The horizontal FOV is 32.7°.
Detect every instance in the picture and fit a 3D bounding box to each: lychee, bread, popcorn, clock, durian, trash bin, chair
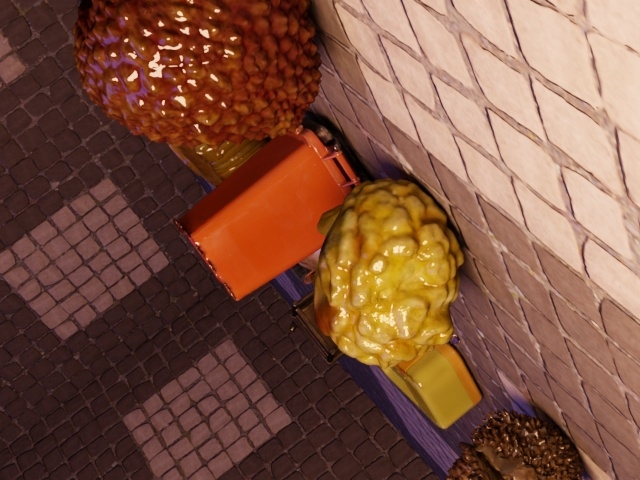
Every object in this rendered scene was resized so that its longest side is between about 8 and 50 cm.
[{"bbox_3d":[-0.113,-0.199,1.091,0.271,0.271,0.271,52,173,9],"label":"lychee"},{"bbox_3d":[-0.199,-0.209,1.878,0.227,0.142,0.253,49,171,18],"label":"bread"},{"bbox_3d":[0.079,0.034,1.245,0.170,0.218,0.189,10,-163,-6],"label":"popcorn"},{"bbox_3d":[0.159,0.196,1.760,0.202,0.096,0.143,43,165,50],"label":"clock"},{"bbox_3d":[0.244,0.314,1.420,0.196,0.196,0.167,44,171,50],"label":"durian"},{"bbox_3d":[-0.055,-0.038,1.422,0.161,0.239,0.184,56,171,-21],"label":"trash bin"},{"bbox_3d":[0.029,0.150,2.141,0.141,0.155,0.260,52,171,9],"label":"chair"}]

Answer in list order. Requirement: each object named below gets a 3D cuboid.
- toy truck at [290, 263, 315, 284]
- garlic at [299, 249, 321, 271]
[{"bbox_3d":[-0.026,0.015,2.073,0.083,0.092,0.192,49,172,22],"label":"toy truck"},{"bbox_3d":[0.002,0.013,1.896,0.124,0.099,0.174,38,172,-2],"label":"garlic"}]
